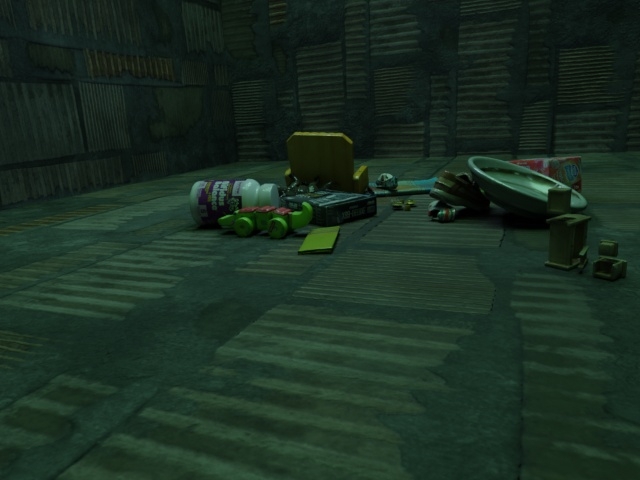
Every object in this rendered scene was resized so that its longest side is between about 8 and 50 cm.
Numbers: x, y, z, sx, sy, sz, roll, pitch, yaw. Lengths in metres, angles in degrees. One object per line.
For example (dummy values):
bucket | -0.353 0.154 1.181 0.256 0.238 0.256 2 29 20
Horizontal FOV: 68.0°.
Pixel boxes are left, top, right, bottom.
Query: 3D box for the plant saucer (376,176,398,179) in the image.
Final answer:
plant saucer | 0.365 -0.331 2.592 0.119 0.022 0.119 -3 14 1

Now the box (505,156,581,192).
box | 0.867 -0.254 1.889 0.153 0.142 0.300 -8 9 -14

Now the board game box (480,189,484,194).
board game box | 0.602 -0.195 1.975 0.092 0.043 0.181 -5 14 -3

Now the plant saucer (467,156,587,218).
plant saucer | 0.672 -0.163 1.593 0.399 0.101 0.401 13 26 -6

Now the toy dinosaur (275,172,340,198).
toy dinosaur | -0.067 -0.206 2.066 0.313 0.121 0.161 3 56 -20

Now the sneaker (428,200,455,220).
sneaker | 0.402 -0.104 1.650 0.075 0.057 0.161 -2 17 -15

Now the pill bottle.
pill bottle | -0.312 -0.141 1.748 0.301 0.170 0.169 -2 15 10

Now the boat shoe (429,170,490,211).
boat shoe | 0.518 -0.179 1.684 0.324 0.117 0.123 4 19 -46

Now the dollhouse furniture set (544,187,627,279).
dollhouse furniture set | 0.605 -0.025 1.054 0.101 0.182 0.160 -13 17 -32

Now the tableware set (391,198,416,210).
tableware set | 0.333 -0.142 1.886 0.103 0.024 0.154 1 14 5

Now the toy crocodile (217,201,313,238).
toy crocodile | -0.185 -0.073 1.581 0.340 0.105 0.115 3 16 24

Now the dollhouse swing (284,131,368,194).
dollhouse swing | 0.031 -0.372 2.197 0.346 0.305 0.315 5 24 16

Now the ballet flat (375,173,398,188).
ballet flat | 0.308 -0.281 2.207 0.070 0.070 0.188 -9 15 -18

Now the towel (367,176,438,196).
towel | 0.418 -0.258 2.269 0.369 0.040 0.271 -4 14 -2

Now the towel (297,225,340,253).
towel | 0.000 0.000 1.436 0.102 0.021 0.237 -7 15 10

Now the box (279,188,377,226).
box | 0.023 -0.130 1.804 0.242 0.077 0.307 -14 18 -34
